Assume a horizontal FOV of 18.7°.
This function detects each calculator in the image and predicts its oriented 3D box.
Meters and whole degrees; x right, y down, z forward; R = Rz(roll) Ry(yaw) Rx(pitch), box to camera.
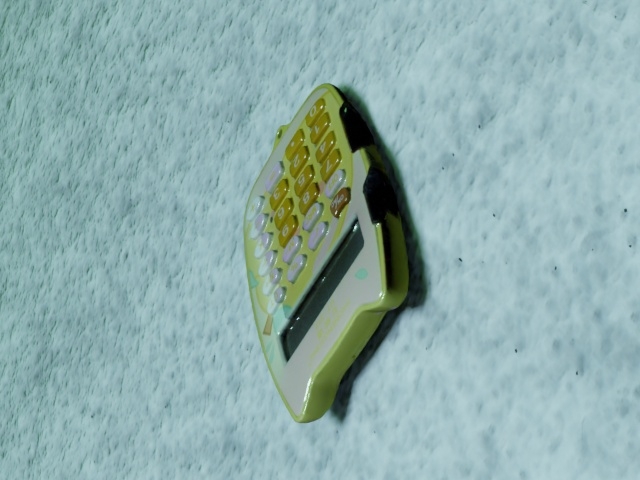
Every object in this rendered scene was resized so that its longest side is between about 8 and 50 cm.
[{"bbox_3d":[0.000,0.000,1.283,0.157,0.033,0.236,-57,32,32],"label":"calculator"}]
